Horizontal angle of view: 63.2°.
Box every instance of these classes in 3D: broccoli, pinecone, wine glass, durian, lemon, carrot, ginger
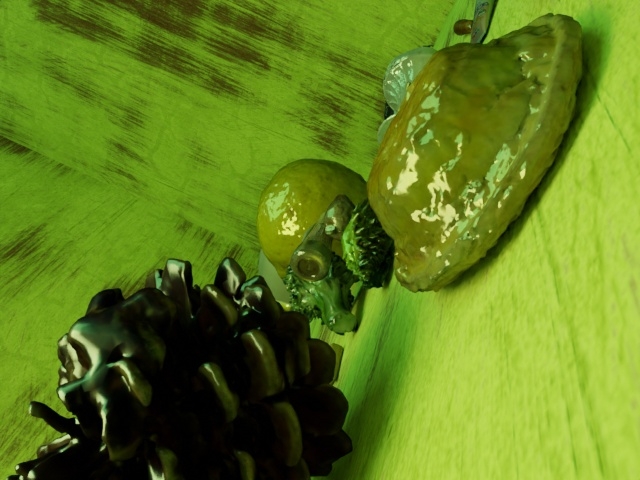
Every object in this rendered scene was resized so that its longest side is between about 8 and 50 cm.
[{"bbox_3d":[0.049,0.112,1.138,0.199,0.177,0.275,-31,21,-20],"label":"broccoli"},{"bbox_3d":[-0.177,0.232,0.644,0.398,0.398,0.397,-155,90,-89],"label":"pinecone"},{"bbox_3d":[0.187,-0.258,1.019,0.165,0.165,0.196,116,175,-53],"label":"wine glass"},{"bbox_3d":[0.098,-0.004,1.008,0.375,0.107,0.132,-59,-10,-56],"label":"durian"},{"bbox_3d":[-0.014,-0.046,1.452,0.350,0.350,0.387,118,174,-75],"label":"lemon"},{"bbox_3d":[0.386,-0.568,1.385,0.248,0.043,0.043,-73,8,-68],"label":"carrot"},{"bbox_3d":[0.083,-0.033,1.154,0.204,0.080,0.104,23,-115,-52],"label":"ginger"}]

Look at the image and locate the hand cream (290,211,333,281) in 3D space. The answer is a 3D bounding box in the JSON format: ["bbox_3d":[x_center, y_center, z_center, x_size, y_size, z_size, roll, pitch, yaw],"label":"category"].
[{"bbox_3d":[0.000,0.000,1.140,0.203,0.084,0.084,-66,1,-52],"label":"hand cream"}]

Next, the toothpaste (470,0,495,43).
[{"bbox_3d":[0.356,-0.492,1.147,0.067,0.043,0.194,122,167,-61],"label":"toothpaste"}]

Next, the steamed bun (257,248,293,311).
[{"bbox_3d":[-0.058,0.066,1.799,0.334,0.334,0.373,-66,-4,-51],"label":"steamed bun"}]

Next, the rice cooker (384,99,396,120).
[{"bbox_3d":[0.221,-0.322,1.244,0.203,0.142,0.118,-67,-11,-77],"label":"rice cooker"}]

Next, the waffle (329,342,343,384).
[{"bbox_3d":[-0.005,0.312,1.064,0.125,0.032,0.191,-73,5,-66],"label":"waffle"}]

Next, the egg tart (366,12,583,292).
[{"bbox_3d":[0.134,-0.096,0.549,0.319,0.128,0.318,-156,90,-87],"label":"egg tart"}]
